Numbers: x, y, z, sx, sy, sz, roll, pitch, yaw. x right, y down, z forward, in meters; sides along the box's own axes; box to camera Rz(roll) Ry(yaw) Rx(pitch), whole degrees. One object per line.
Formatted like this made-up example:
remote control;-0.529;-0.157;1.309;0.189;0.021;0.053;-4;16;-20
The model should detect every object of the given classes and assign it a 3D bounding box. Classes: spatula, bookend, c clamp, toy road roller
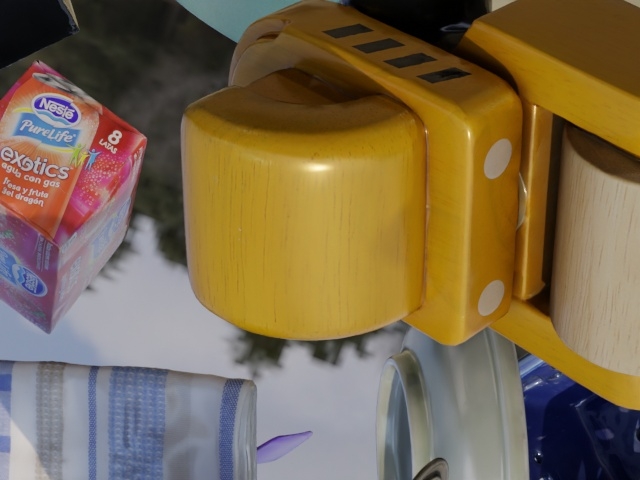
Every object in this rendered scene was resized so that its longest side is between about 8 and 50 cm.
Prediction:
spatula;-0.099;0.276;2.078;0.030;0.084;0.296;55;-150;4
bookend;-0.324;-0.231;1.696;0.157;0.156;0.072;-112;-4;-47
c clamp;0.077;0.274;1.603;0.022;0.160;0.137;18;-171;27
toy road roller;0.069;-0.025;1.026;0.240;0.202;0.329;-29;-136;-34

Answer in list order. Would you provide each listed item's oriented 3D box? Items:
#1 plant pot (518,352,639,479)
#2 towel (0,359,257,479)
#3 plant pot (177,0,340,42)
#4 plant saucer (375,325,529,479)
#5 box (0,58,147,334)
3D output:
plant pot;0.313;0.203;1.845;0.212;0.236;0.236;-5;-115;-62
towel;-0.188;0.210;1.541;0.285;0.209;0.034;4;-174;15
plant pot;-0.027;-0.283;1.775;0.234;0.165;0.165;19;-137;15
plant saucer;0.125;0.226;1.900;0.101;0.400;0.400;-2;-168;-9
box;-0.244;-0.031;1.575;0.123;0.128;0.257;35;158;3
